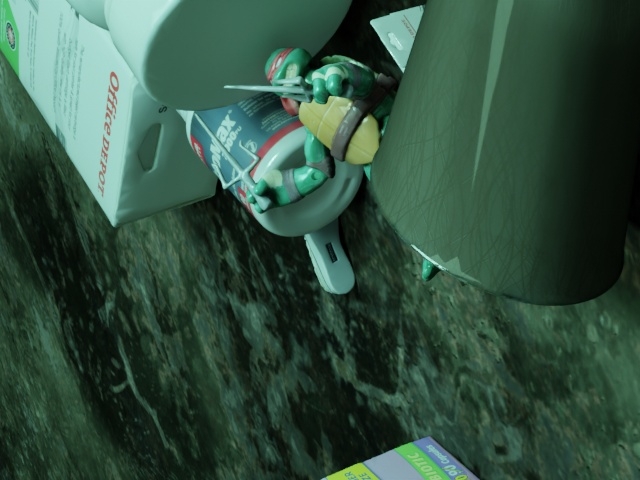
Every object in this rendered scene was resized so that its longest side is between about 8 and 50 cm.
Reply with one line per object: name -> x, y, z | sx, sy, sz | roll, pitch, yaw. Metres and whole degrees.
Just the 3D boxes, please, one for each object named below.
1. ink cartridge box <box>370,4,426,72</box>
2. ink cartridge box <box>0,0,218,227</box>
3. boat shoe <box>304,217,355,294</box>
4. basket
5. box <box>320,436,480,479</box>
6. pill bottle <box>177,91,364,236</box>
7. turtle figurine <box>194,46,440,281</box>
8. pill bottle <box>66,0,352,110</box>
ink cartridge box -> 0.077, -0.141, 1.249 | 0.048, 0.083, 0.028 | 59, 150, 25
ink cartridge box -> -0.204, -0.190, 1.707 | 0.289, 0.121, 0.211 | 55, 149, 30
boat shoe -> 0.000, 0.000, 1.541 | 0.035, 0.035, 0.100 | -4, 109, 60
basket -> 0.130, -0.109, 1.105 | 0.204, 0.154, 0.227 | 49, 142, 41
box -> 0.104, 0.328, 1.456 | 0.213, 0.117, 0.243 | 38, 139, 48
pill bottle -> -0.052, -0.093, 1.499 | 0.180, 0.108, 0.108 | 46, 144, 41
turtle figurine -> 0.018, -0.082, 1.321 | 0.234, 0.118, 0.175 | 35, 148, 14
pill bottle -> -0.145, -0.309, 1.412 | 0.392, 0.224, 0.224 | 59, 150, 25
